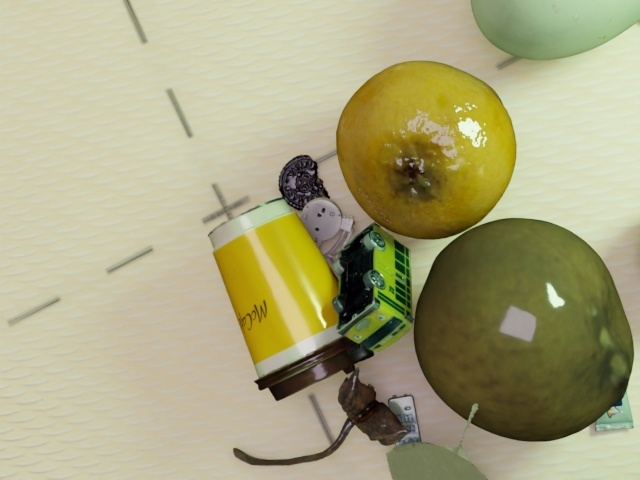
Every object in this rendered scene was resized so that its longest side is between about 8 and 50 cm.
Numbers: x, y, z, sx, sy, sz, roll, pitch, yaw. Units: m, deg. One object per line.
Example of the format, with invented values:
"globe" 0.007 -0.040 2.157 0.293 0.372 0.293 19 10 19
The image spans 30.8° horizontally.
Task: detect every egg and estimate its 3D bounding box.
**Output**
"egg" 0.390 -0.405 1.686 0.371 0.230 0.230 -31 80 -1

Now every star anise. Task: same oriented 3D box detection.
"star anise" -0.008 0.290 1.730 0.227 0.148 0.218 -45 40 -5

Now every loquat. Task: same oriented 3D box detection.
"loquat" 0.151 -0.131 1.687 0.263 0.263 0.263 -1 84 9

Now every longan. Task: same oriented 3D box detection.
"longan" 0.281 0.127 1.616 0.319 0.319 0.319 -1 84 9

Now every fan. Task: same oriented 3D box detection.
"fan" 0.187 0.308 1.638 0.182 0.310 0.010 27 52 11

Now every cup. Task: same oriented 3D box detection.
"cup" -0.049 0.088 1.717 0.196 0.196 0.280 -27 86 6

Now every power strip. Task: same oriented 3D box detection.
"power strip" 0.128 0.278 1.767 0.040 0.016 0.090 -11 83 8

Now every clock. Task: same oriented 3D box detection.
"clock" 0.000 0.000 1.799 0.087 0.041 0.129 22 101 0

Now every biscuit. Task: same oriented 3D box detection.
"biscuit" -0.023 -0.089 1.823 0.089 0.027 0.087 22 90 11

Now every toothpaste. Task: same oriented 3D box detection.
"toothpaste" 0.426 0.178 1.722 0.056 0.036 0.205 -6 87 9

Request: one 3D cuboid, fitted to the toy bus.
"toy bus" 0.078 0.069 1.651 0.101 0.175 0.088 35 124 -25
